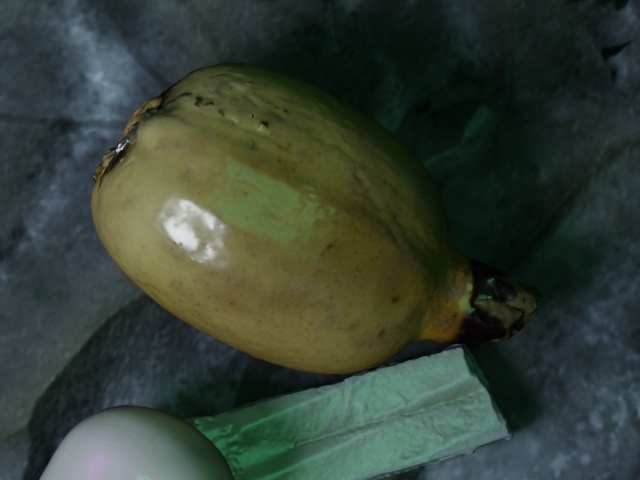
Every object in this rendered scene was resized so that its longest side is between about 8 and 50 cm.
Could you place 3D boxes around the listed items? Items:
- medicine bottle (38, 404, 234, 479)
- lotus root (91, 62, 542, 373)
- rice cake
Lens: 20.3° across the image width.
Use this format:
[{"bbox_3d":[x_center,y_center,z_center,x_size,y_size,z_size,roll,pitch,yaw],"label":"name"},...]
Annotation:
[{"bbox_3d":[-0.168,0.265,1.126,0.130,0.130,0.341,28,79,-2],"label":"medicine bottle"},{"bbox_3d":[0.000,0.000,1.197,0.310,0.183,0.183,27,77,-8],"label":"lotus root"},{"bbox_3d":[0.017,0.133,1.232,0.226,0.040,0.085,-16,81,-10],"label":"rice cake"}]
